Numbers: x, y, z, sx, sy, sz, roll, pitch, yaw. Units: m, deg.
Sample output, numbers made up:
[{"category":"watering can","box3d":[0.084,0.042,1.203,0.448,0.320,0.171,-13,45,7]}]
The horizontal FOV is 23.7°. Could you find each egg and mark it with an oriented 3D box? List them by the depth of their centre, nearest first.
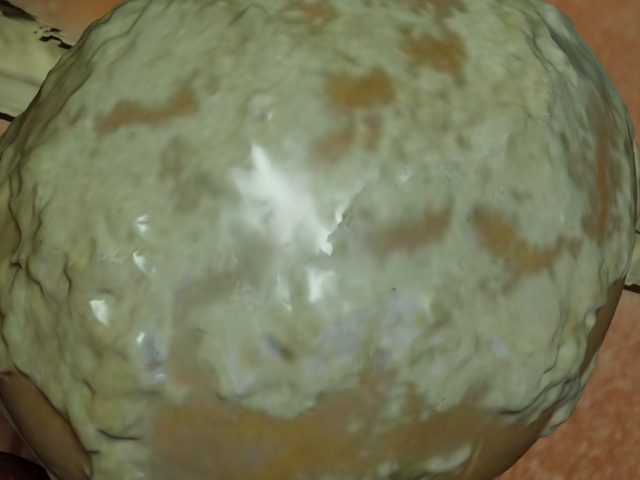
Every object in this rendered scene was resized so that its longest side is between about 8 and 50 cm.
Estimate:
[{"category":"egg","box3d":[0.000,0.000,0.509,0.245,0.203,0.203,-30,123,-30]}]

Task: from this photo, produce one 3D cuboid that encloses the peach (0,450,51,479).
[{"category":"peach","box3d":[-0.124,0.148,0.547,0.152,0.152,0.152,-12,116,-26]}]
